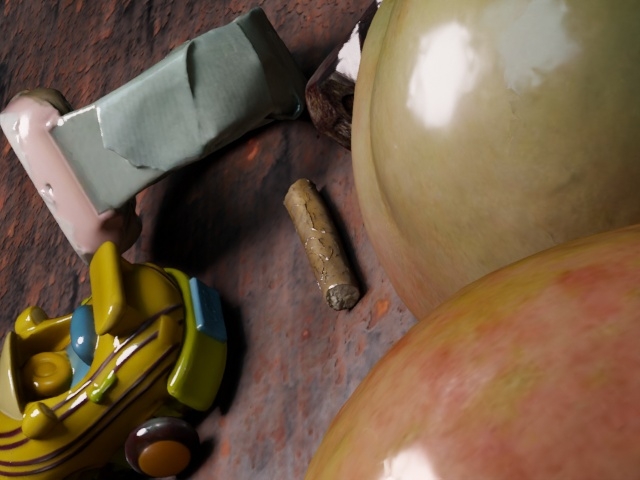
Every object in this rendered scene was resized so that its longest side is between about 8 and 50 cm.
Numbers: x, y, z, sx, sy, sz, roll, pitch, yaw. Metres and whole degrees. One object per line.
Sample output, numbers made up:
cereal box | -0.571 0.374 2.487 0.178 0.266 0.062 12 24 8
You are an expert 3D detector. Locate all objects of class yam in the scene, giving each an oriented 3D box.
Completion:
yam | 0.000 0.000 1.186 0.032 0.032 0.145 -48 34 19

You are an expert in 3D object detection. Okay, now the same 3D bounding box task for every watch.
watch | -0.133 -0.105 1.312 0.241 0.162 0.253 -32 8 -4

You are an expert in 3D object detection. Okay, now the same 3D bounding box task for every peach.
peach | 0.141 -0.045 0.795 0.292 0.247 0.292 10 102 58

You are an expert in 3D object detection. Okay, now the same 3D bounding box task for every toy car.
toy car | -0.192 0.117 1.255 0.248 0.142 0.200 -46 32 18

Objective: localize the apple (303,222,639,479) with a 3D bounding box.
apple | 0.145 0.160 0.532 0.364 0.364 0.364 -36 38 34

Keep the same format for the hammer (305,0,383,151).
hammer | 0.142 -0.243 1.102 0.409 0.095 0.242 -55 2 -15
